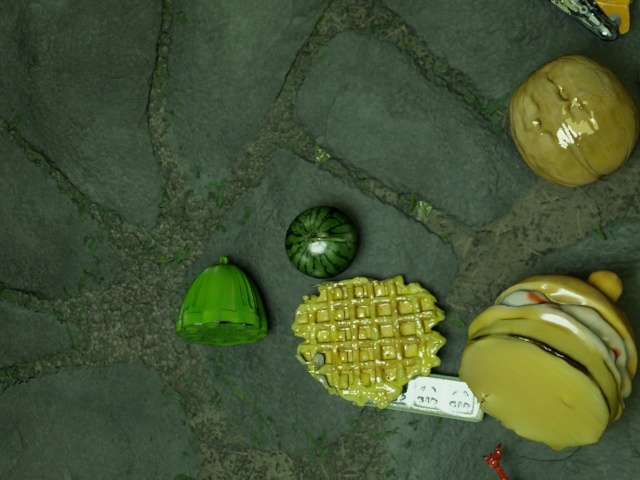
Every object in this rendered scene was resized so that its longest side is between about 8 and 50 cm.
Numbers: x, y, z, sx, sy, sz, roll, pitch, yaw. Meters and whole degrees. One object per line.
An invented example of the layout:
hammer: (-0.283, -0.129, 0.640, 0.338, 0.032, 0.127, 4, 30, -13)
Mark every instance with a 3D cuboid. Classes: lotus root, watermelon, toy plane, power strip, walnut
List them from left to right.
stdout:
lotus root: (-0.194, 0.110, 1.349, 0.186, 0.186, 0.186, -1, 88, 18)
watermelon: (0.000, 0.000, 1.262, 0.140, 0.187, 0.141, -2, 81, 10)
power strip: (0.187, 0.283, 1.261, 0.272, 0.052, 0.078, 5, 86, 19)
toy plane: (0.335, 0.452, 1.172, 0.194, 0.126, 0.077, 43, 138, -21)
toy plane: (0.402, -0.474, 1.196, 0.316, 0.103, 0.204, 18, 92, 25)
walnut: (0.422, -0.200, 1.133, 0.195, 0.195, 0.222, -30, 72, 15)

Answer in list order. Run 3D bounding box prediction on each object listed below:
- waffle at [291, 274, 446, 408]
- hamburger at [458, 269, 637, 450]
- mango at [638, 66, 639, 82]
waffle: (0.090, 0.172, 1.266, 0.280, 0.060, 0.262, 40, 82, 25)
hamburger: (0.383, 0.174, 1.106, 0.276, 0.276, 0.237, 30, 54, 17)
mango: (0.625, -0.268, 1.116, 0.178, 0.090, 0.115, -3, 77, 21)
